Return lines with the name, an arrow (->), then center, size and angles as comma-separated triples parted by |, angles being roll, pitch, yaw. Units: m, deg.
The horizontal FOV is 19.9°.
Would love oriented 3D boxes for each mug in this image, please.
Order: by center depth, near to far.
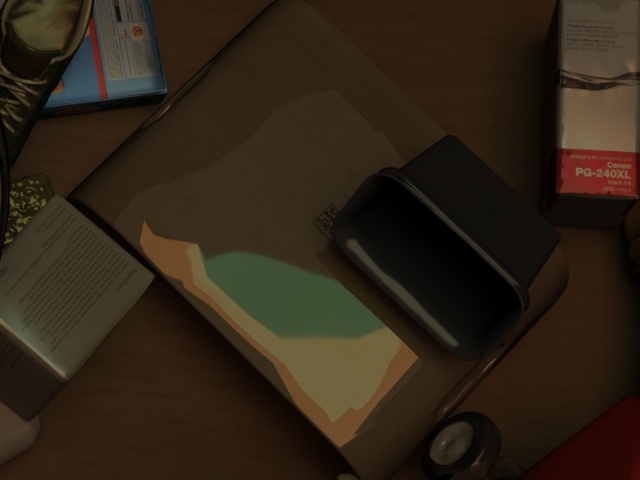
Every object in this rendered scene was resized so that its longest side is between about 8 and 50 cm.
mug -> -0.227, 0.119, 1.224 | 0.064, 0.062, 0.078 | -21, 92, -25

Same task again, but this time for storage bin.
storage bin -> 0.090, 0.001, 1.222 | 0.135, 0.098, 0.091 | 44, 46, 5

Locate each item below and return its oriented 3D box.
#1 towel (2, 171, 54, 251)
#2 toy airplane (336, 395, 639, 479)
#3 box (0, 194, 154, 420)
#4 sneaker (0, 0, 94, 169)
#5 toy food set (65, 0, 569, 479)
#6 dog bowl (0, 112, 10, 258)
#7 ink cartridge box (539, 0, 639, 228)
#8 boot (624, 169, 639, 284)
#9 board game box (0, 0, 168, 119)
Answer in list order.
towel -> -0.238, 0.021, 1.255 | 0.148, 0.027, 0.110 | -23, 86, -16
toy airplane -> 0.101, 0.315, 1.156 | 0.386, 0.272, 0.384 | -9, 102, -30
box -> -0.181, 0.045, 1.187 | 0.087, 0.101, 0.102 | 41, 59, -4
sneaker -> -0.207, -0.114, 1.216 | 0.064, 0.086, 0.192 | 29, 76, -8
toy food set -> 0.000, 0.000, 1.298 | 0.306, 0.092, 0.220 | 44, 74, 5
dog bowl -> -0.384, -0.071, 1.083 | 0.408, 0.150, 0.408 | -2, 118, -3
ink cartridge box -> 0.198, -0.093, 1.339 | 0.063, 0.109, 0.150 | 3, 79, 2
boot -> 0.271, 0.033, 1.361 | 0.115, 0.112, 0.305 | 19, 76, 17
board game box -> -0.227, -0.163, 1.286 | 0.211, 0.039, 0.160 | -9, 82, -16
